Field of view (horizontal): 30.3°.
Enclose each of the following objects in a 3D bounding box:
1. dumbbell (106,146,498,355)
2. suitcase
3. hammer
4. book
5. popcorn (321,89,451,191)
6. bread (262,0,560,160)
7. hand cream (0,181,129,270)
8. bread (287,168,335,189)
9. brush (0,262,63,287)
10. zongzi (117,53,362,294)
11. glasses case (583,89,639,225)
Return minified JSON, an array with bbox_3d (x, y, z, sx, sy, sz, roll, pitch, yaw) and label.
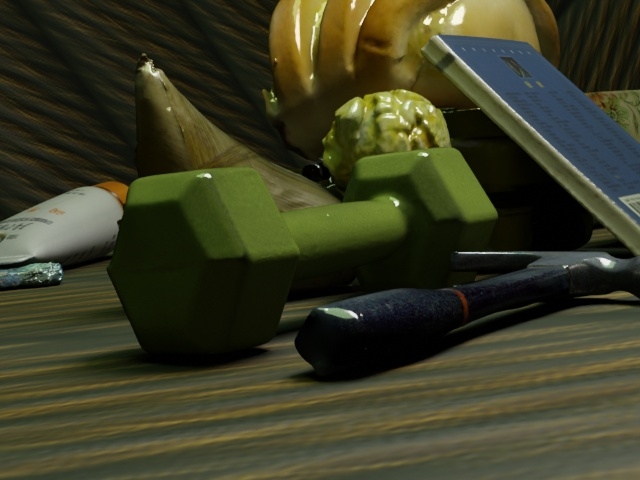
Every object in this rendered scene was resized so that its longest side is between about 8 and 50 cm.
[{"bbox_3d":[0.000,0.000,0.784,0.121,0.108,0.302,-4,4,38],"label":"dumbbell"},{"bbox_3d":[0.126,-0.052,1.102,0.234,0.143,0.194,-1,6,36],"label":"suitcase"},{"bbox_3d":[0.085,0.036,0.704,0.137,0.037,0.289,0,6,41],"label":"hammer"},{"bbox_3d":[0.224,-0.081,1.007,0.269,0.025,0.191,47,28,20],"label":"book"},{"bbox_3d":[0.056,-0.067,0.966,0.116,0.106,0.120,-20,-2,-31],"label":"popcorn"},{"bbox_3d":[0.102,-0.199,1.262,0.270,0.212,0.315,-25,-24,35],"label":"bread"},{"bbox_3d":[-0.323,0.000,1.383,0.139,0.089,0.314,-6,11,19],"label":"hand cream"},{"bbox_3d":[-0.080,-0.028,1.328,0.269,0.098,0.087,-6,-6,-11],"label":"bread"},{"bbox_3d":[-0.358,0.045,1.189,0.196,0.021,0.070,-8,6,-16],"label":"brush"},{"bbox_3d":[-0.059,-0.047,0.921,0.194,0.198,0.099,-3,20,-16],"label":"zongzi"},{"bbox_3d":[0.401,-0.108,1.462,0.425,0.157,0.098,-9,-1,-42],"label":"glasses case"}]
